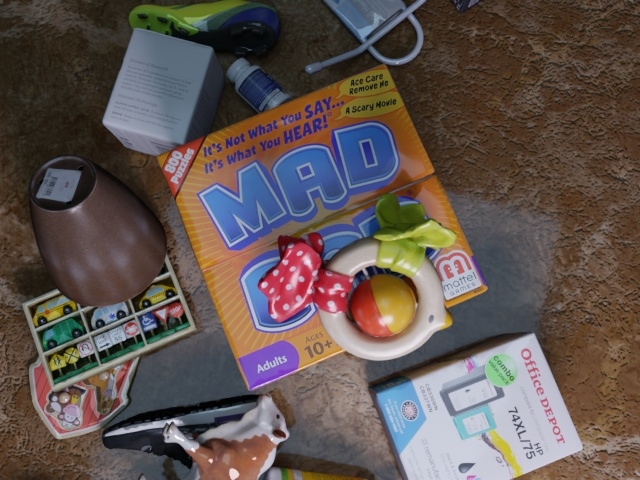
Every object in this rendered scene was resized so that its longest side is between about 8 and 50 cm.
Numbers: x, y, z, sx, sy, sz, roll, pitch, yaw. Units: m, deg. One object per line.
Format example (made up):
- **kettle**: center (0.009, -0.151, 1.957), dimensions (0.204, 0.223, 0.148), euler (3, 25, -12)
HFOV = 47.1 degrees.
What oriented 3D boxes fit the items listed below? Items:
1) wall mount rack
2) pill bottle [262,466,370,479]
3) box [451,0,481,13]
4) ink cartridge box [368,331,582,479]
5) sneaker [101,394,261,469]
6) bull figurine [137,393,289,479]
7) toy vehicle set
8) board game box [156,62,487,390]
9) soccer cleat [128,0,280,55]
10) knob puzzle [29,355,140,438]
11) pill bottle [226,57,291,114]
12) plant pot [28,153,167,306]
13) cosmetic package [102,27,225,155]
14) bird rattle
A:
- **wall mount rack**: center (0.028, -0.458, 1.369), dimensions (0.304, 0.130, 0.350), euler (-40, 82, -5)
- **pill bottle**: center (0.024, 0.457, 1.208), dimensions (0.245, 0.136, 0.137), euler (11, 81, -10)
- **box**: center (0.216, -0.603, 1.335), dimensions (0.076, 0.242, 0.308), euler (-33, 81, -4)
- **ink cartridge box**: center (0.243, 0.289, 1.211), dimensions (0.269, 0.197, 0.198), euler (-21, 82, -3)
- **sneaker**: center (-0.230, 0.350, 1.257), dimensions (0.283, 0.107, 0.124), euler (-9, 87, -1)
- **bull figurine**: center (-0.182, 0.377, 1.179), dimensions (0.188, 0.101, 0.311), euler (25, 94, -11)
- **toy vehicle set**: center (-0.372, 0.137, 1.305), dimensions (0.266, 0.035, 0.166), euler (-23, 77, -9)
- **board game box**: center (0.000, 0.000, 1.179), dimensions (0.356, 0.356, 0.357), euler (-22, 82, -3)
- **soccer cleat**: center (-0.217, -0.414, 1.401), dimensions (0.288, 0.093, 0.121), euler (6, 50, 6)
- **knob puzzle**: center (-0.433, 0.259, 1.308), dimensions (0.213, 0.030, 0.213), euler (0, 81, 0)
- **pill bottle**: center (-0.117, -0.284, 1.374), dimensions (0.120, 0.067, 0.067), euler (44, 84, 7)
- **plant pot**: center (-0.390, -0.033, 1.224), dimensions (0.215, 0.230, 0.216), euler (-2, 61, 3)
- **cosmetic package**: center (-0.276, -0.254, 1.329), dimensions (0.151, 0.151, 0.184), euler (15, 80, 3)
- **bird rattle**: center (0.059, 0.060, 0.933), dimensions (0.253, 0.143, 0.207), euler (-28, 100, -1)
